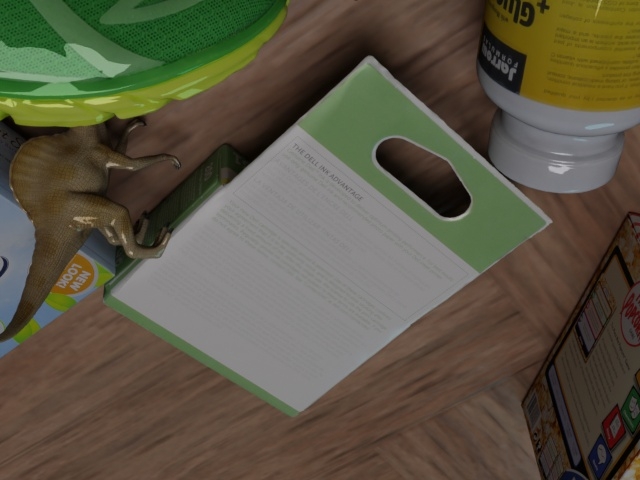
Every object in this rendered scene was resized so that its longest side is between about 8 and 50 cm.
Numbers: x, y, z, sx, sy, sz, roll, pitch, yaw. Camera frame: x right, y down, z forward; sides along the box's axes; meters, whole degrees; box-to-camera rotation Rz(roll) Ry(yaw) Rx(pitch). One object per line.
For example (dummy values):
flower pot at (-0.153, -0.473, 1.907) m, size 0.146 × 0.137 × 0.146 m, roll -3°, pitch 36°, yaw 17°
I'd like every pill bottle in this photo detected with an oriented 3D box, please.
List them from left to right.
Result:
pill bottle at (0.137, -0.120, 0.511) m, size 0.103 × 0.103 × 0.184 m, roll 1°, pitch 127°, yaw -3°

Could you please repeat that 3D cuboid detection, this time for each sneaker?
sneaker at (-0.152, -0.124, 0.371) m, size 0.296 × 0.109 × 0.123 m, roll 9°, pitch 128°, yaw -11°

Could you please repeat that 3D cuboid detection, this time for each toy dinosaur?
toy dinosaur at (-0.136, -0.018, 0.567) m, size 0.093 × 0.183 × 0.053 m, roll 20°, pitch 160°, yaw -30°

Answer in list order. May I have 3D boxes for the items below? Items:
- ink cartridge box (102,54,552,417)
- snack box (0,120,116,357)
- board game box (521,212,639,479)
ink cartridge box at (0.000, 0.000, 0.629) m, size 0.171 × 0.056 × 0.235 m, roll 37°, pitch 115°, yaw -27°
snack box at (-0.257, 0.007, 0.607) m, size 0.207 × 0.070 × 0.174 m, roll -32°, pitch 128°, yaw 22°
board game box at (0.202, 0.102, 0.661) m, size 0.045 × 0.146 × 0.193 m, roll 11°, pitch 127°, yaw -11°
